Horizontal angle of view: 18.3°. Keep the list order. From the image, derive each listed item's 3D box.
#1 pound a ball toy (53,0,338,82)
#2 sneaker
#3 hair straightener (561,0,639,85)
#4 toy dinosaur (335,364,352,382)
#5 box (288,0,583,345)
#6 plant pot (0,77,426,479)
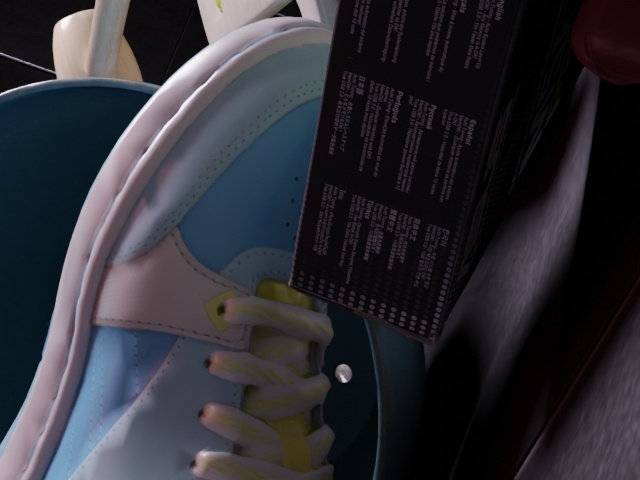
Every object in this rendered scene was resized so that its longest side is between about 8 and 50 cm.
[{"bbox_3d":[-0.012,-0.094,1.013,0.319,0.208,0.135,170,82,-77],"label":"pound a ball toy"},{"bbox_3d":[-0.018,0.089,0.748,0.208,0.127,0.319,34,106,43],"label":"sneaker"},{"bbox_3d":[0.126,-0.163,0.631,0.089,0.047,0.230,-81,5,-80],"label":"hair straightener"},{"bbox_3d":[0.018,0.061,1.277,0.268,0.064,0.118,-80,16,-56],"label":"toy dinosaur"},{"bbox_3d":[0.072,-0.131,0.666,0.216,0.060,0.270,-58,-15,-45],"label":"box"},{"bbox_3d":[-0.067,0.066,0.983,0.195,0.290,0.290,-9,-59,-67],"label":"plant pot"}]
